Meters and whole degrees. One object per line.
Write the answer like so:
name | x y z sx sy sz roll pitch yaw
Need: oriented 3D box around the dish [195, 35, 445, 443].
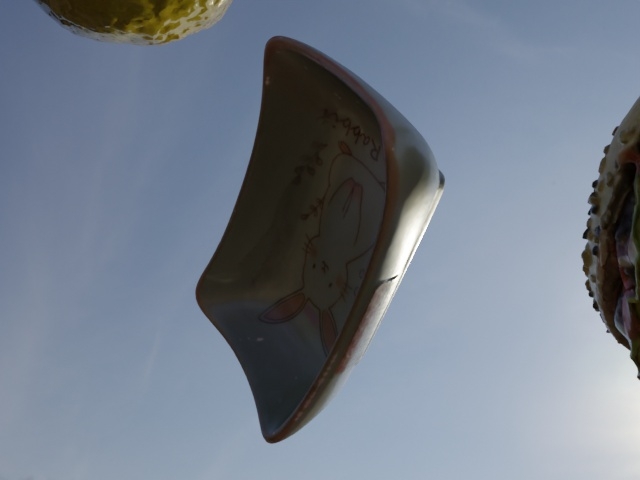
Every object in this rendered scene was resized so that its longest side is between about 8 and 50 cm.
dish | 0.000 0.000 0.391 0.077 0.151 0.213 0 -55 -34

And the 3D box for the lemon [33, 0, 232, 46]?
lemon | -0.190 -0.324 0.607 0.268 0.268 0.322 36 -1 -31

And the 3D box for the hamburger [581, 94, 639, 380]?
hamburger | 0.314 -0.018 0.417 0.299 0.176 0.301 -9 -63 -18
